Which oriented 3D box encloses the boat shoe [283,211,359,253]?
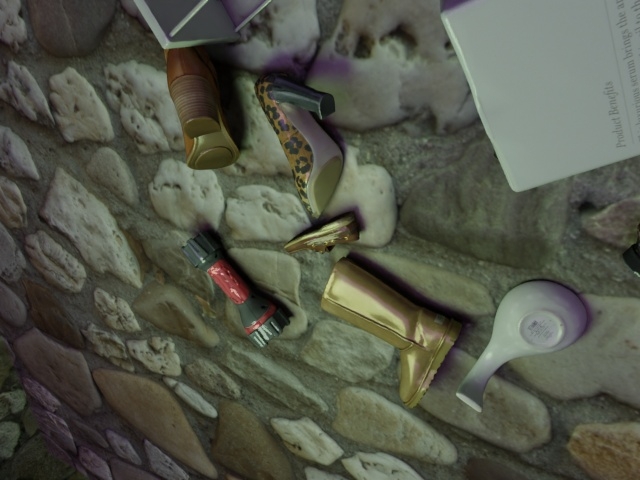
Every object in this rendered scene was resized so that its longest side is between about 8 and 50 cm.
[{"bbox_3d":[0.000,0.000,0.924,0.178,0.064,0.060,-21,101,34],"label":"boat shoe"}]

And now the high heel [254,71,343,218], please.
[{"bbox_3d":[-0.051,-0.179,0.866,0.186,0.093,0.261,32,138,34],"label":"high heel"}]

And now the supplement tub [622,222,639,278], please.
[{"bbox_3d":[0.501,-0.023,0.594,0.106,0.106,0.198,37,127,9],"label":"supplement tub"}]

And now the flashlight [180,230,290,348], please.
[{"bbox_3d":[-0.205,0.113,1.081,0.304,0.103,0.103,49,129,-2],"label":"flashlight"}]

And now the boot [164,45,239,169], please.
[{"bbox_3d":[-0.240,-0.270,0.883,0.109,0.283,0.220,-14,78,-3],"label":"boot"}]

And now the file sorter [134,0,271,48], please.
[{"bbox_3d":[-0.209,-0.480,0.712,0.173,0.193,0.277,-25,101,35],"label":"file sorter"}]

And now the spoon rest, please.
[{"bbox_3d":[0.350,0.187,0.825,0.137,0.084,0.276,36,114,7],"label":"spoon rest"}]

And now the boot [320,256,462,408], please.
[{"bbox_3d":[0.122,0.189,0.946,0.270,0.089,0.236,27,113,14],"label":"boot"}]

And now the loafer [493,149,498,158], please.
[{"bbox_3d":[0.324,-0.200,0.633,0.220,0.080,0.078,-48,54,39],"label":"loafer"}]

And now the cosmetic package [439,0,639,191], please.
[{"bbox_3d":[0.360,-0.236,0.398,0.453,0.161,0.230,-17,130,29],"label":"cosmetic package"}]
